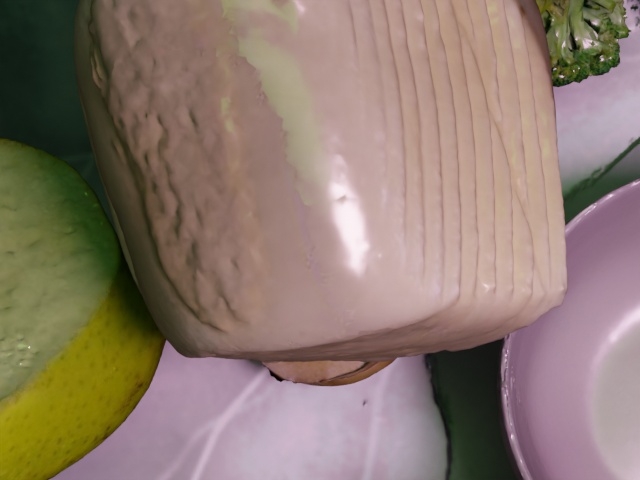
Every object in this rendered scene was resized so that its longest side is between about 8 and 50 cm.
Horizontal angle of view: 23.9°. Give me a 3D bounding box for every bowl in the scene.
[{"bbox_3d":[0.251,0.104,0.975,0.287,0.144,0.287,0,75,-1],"label":"bowl"}]

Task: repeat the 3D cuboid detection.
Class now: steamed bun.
[{"bbox_3d":[-0.030,-0.053,0.893,0.272,0.273,0.290,-23,79,37],"label":"steamed bun"}]

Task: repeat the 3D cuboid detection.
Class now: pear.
[{"bbox_3d":[-0.231,0.060,0.971,0.292,0.159,0.292,0,51,-1],"label":"pear"}]

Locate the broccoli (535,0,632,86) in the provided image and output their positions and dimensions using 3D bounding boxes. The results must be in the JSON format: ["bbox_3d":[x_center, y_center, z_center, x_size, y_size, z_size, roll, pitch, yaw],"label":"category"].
[{"bbox_3d":[0.144,-0.249,1.007,0.254,0.269,0.269,11,75,-15],"label":"broccoli"}]

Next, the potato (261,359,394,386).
[{"bbox_3d":[0.000,0.000,1.034,0.164,0.081,0.200,-21,81,19],"label":"potato"}]
